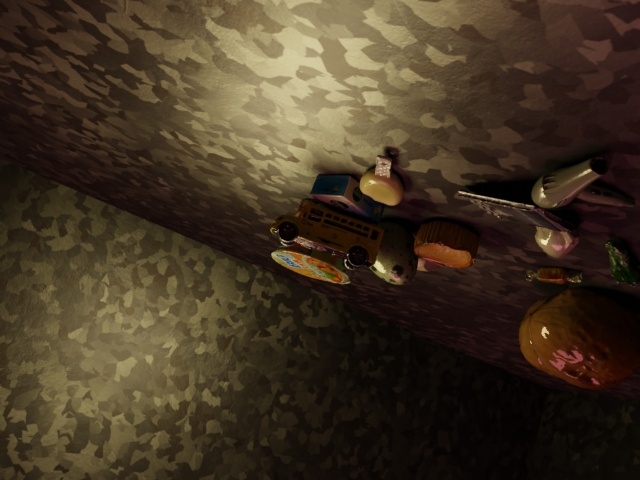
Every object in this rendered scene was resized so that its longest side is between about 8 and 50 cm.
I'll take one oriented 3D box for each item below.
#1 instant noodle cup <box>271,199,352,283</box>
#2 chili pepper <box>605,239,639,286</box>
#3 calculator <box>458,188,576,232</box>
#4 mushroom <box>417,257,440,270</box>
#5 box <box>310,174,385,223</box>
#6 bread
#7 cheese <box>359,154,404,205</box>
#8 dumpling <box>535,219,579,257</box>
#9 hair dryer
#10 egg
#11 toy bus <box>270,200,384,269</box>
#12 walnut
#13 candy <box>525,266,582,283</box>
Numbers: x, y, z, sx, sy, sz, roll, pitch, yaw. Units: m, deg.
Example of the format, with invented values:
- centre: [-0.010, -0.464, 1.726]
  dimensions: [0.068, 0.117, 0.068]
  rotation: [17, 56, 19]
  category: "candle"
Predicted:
- centre: [0.000, 0.000, 2.164]
  dimensions: [0.297, 0.213, 0.296]
  rotation: [17, 165, 5]
  category: "instant noodle cup"
- centre: [0.801, 0.052, 1.675]
  dimensions: [0.088, 0.059, 0.227]
  rotation: [11, 162, 43]
  category: "chili pepper"
- centre: [0.479, -0.075, 1.551]
  dimensions: [0.166, 0.028, 0.274]
  rotation: [24, 179, -36]
  category: "calculator"
- centre: [0.306, 0.048, 2.198]
  dimensions: [0.247, 0.108, 0.096]
  rotation: [11, 123, 20]
  category: "mushroom"
- centre: [0.085, -0.123, 1.895]
  dimensions: [0.139, 0.073, 0.194]
  rotation: [7, 161, 44]
  category: "box"
- centre: [0.391, 0.009, 1.937]
  dimensions: [0.199, 0.104, 0.199]
  rotation: [15, 161, 5]
  category: "bread"
- centre: [0.166, -0.170, 1.683]
  dimensions: [0.127, 0.050, 0.255]
  rotation: [18, 163, 11]
  category: "cheese"
- centre: [0.599, -0.024, 1.616]
  dimensions: [0.134, 0.100, 0.169]
  rotation: [51, -160, 19]
  category: "dumpling"
- centre: [0.577, -0.116, 1.320]
  dimensions: [0.225, 0.088, 0.219]
  rotation: [6, 167, 10]
  category: "hair dryer"
- centre: [0.232, 0.044, 2.036]
  dimensions: [0.177, 0.228, 0.177]
  rotation: [-16, 150, -9]
  category: "egg"
- centre: [0.020, -0.021, 1.915]
  dimensions: [0.331, 0.151, 0.145]
  rotation: [20, 173, 0]
  category: "toy bus"
- centre: [0.873, 0.331, 2.082]
  dimensions: [0.398, 0.307, 0.354]
  rotation: [21, 166, 0]
  category: "walnut"
- centre: [0.739, 0.112, 1.968]
  dimensions: [0.182, 0.053, 0.046]
  rotation: [2, 158, 42]
  category: "candy"
